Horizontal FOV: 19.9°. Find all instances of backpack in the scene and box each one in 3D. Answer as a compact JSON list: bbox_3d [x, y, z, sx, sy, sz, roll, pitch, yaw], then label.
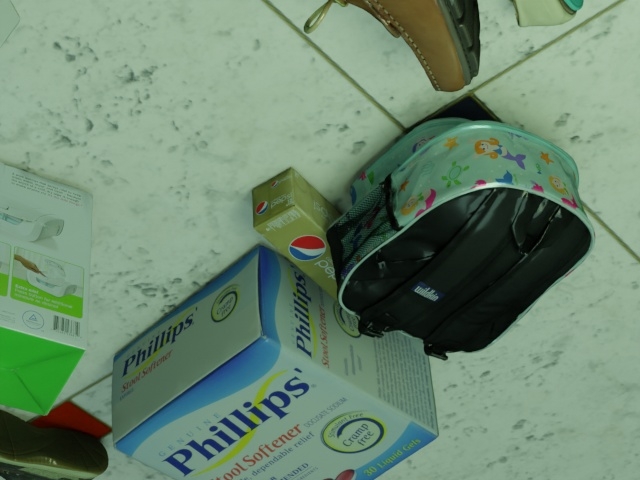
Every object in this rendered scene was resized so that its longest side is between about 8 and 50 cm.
[{"bbox_3d":[0.157,-0.017,1.925,0.225,0.191,0.253,22,137,-29],"label":"backpack"}]

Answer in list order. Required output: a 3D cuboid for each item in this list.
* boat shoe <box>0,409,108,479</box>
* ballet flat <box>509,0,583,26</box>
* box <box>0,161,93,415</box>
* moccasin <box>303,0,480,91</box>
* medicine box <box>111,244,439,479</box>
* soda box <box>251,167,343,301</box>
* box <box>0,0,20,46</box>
[{"bbox_3d":[-0.374,0.265,2.249,0.223,0.080,0.073,17,127,-28],"label":"boat shoe"},{"bbox_3d":[0.175,-0.291,1.728,0.086,0.086,0.248,-20,135,15],"label":"ballet flat"},{"bbox_3d":[-0.378,0.028,1.889,0.262,0.231,0.127,17,132,-22],"label":"box"},{"bbox_3d":[0.034,-0.274,1.684,0.147,0.139,0.380,-20,137,24],"label":"moccasin"},{"bbox_3d":[-0.055,0.183,2.145,0.289,0.149,0.263,31,125,-33],"label":"medicine box"},{"bbox_3d":[0.000,0.000,2.021,0.058,0.061,0.181,-28,132,22],"label":"soda box"},{"bbox_3d":[-0.448,-0.267,1.561,0.215,0.168,0.345,12,146,31],"label":"box"}]
